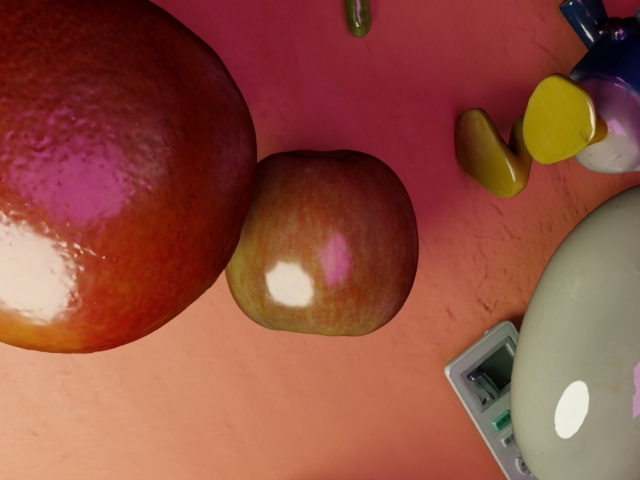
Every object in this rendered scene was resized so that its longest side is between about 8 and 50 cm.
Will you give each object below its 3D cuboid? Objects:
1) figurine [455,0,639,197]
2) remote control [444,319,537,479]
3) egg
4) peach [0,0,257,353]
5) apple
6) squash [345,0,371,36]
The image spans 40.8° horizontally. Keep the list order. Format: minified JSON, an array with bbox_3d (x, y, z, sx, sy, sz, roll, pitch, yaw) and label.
[{"bbox_3d":[0.324,-0.214,0.918,0.338,0.204,0.283,-14,100,-26],"label":"figurine"},{"bbox_3d":[0.247,0.236,1.038,0.103,0.051,0.293,-36,109,-15],"label":"remote control"},{"bbox_3d":[0.335,0.105,0.931,0.230,0.230,0.371,33,84,-22],"label":"egg"},{"bbox_3d":[-0.214,-0.076,0.690,0.308,0.308,0.332,-30,113,-8],"label":"peach"},{"bbox_3d":[0.000,0.000,0.830,0.188,0.188,0.173,-2,99,-17],"label":"apple"},{"bbox_3d":[0.036,-0.250,0.866,0.027,0.027,0.089,-12,105,-14],"label":"squash"}]
